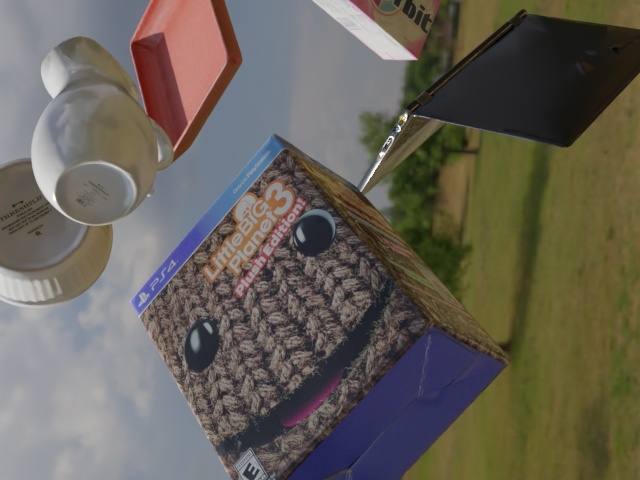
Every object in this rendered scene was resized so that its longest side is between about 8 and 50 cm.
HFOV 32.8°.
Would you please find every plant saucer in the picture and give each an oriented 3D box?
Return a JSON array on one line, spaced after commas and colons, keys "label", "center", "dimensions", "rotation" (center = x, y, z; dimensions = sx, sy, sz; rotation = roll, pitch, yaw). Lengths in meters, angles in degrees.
[{"label": "plant saucer", "center": [-0.199, -0.280, 1.622], "dimensions": [0.258, 0.048, 0.259], "rotation": [-50, 49, 44]}]

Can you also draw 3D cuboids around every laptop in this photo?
[{"label": "laptop", "center": [0.307, -0.200, 1.805], "dimensions": [0.382, 0.236, 0.408], "rotation": [-41, -10, -37]}]

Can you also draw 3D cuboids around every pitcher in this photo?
[{"label": "pitcher", "center": [-0.217, -0.098, 1.141], "dimensions": [0.178, 0.125, 0.207], "rotation": [36, -156, -34]}]

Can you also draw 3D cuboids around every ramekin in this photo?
[{"label": "ramekin", "center": [-0.509, -0.024, 1.939], "dimensions": [0.127, 0.273, 0.273], "rotation": [111, 165, -71]}]

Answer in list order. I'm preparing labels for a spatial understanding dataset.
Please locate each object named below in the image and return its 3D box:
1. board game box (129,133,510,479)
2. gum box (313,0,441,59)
[{"label": "board game box", "center": [-0.011, 0.085, 1.029], "dimensions": [0.141, 0.232, 0.291], "rotation": [30, -164, -47]}, {"label": "gum box", "center": [0.060, -0.309, 1.302], "dimensions": [0.188, 0.062, 0.107], "rotation": [31, -104, -42]}]
